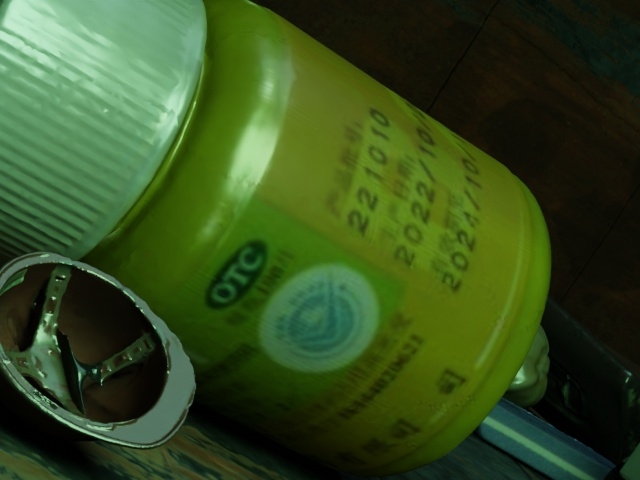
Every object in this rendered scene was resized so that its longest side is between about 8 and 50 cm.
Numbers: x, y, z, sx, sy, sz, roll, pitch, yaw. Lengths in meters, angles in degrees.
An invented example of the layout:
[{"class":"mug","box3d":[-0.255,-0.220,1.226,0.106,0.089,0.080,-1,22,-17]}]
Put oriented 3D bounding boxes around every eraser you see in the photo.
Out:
[{"class":"eraser","box3d":[0.212,0.196,1.658,0.225,0.036,0.082,31,5,-22]}]

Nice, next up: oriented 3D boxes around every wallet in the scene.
[{"class":"wallet","box3d":[0.265,0.150,1.899,0.229,0.049,0.182,42,-30,44]}]

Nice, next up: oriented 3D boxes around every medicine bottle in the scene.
[{"class":"medicine bottle","box3d":[-0.067,-0.027,1.030,0.384,0.224,0.224,32,6,-31]}]

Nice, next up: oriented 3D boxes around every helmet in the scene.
[{"class":"helmet","box3d":[-0.120,0.064,0.830,0.111,0.057,0.089,39,41,-5]}]

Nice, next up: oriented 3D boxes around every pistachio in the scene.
[{"class":"pistachio","box3d":[0.182,0.118,1.854,0.113,0.113,0.149,29,-7,-38]}]

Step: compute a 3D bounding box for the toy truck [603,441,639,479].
[{"class":"toy truck","box3d":[0.433,0.241,1.513,0.405,0.254,0.181,34,1,-34]}]
